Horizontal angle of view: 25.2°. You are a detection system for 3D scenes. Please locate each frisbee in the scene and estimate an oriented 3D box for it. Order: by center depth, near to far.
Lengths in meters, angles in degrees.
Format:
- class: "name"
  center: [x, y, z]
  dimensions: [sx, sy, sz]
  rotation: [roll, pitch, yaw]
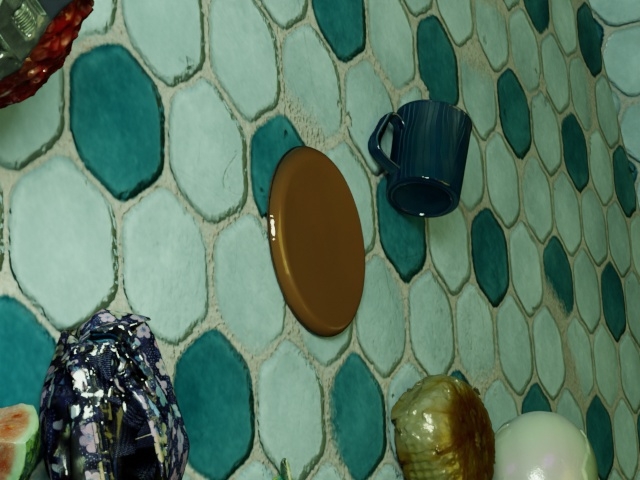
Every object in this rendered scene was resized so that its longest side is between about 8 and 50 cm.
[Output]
- class: "frisbee"
  center: [0.000, 0.000, 1.844]
  dimensions: [0.251, 0.021, 0.251]
  rotation: [28, 58, -58]

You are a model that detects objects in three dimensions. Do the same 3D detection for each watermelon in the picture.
- class: "watermelon"
  center: [-0.276, 0.186, 1.220]
  dimensions: [0.092, 0.072, 0.084]
  rotation: [-65, 173, 17]

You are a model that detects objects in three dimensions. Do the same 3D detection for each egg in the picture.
- class: "egg"
  center: [0.332, 0.378, 2.178]
  dimensions: [0.183, 0.183, 0.217]
  rotation: [54, 27, -41]

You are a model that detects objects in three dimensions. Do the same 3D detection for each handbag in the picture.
- class: "handbag"
  center: [-0.183, 0.180, 1.271]
  dimensions: [0.208, 0.126, 0.229]
  rotation: [-131, -147, -86]

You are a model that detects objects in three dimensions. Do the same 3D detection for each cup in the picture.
- class: "cup"
  center: [0.139, -0.119, 2.082]
  dimensions: [0.113, 0.150, 0.138]
  rotation: [102, -2, -59]

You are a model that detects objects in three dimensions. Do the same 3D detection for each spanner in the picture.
- class: "spanner"
  center: [-0.167, -0.219, 1.139]
  dimensions: [0.316, 0.024, 0.087]
  rotation: [-39, 137, -35]

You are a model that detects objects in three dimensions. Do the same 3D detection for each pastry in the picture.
- class: "pastry"
  center: [0.180, 0.284, 2.007]
  dimensions: [0.182, 0.093, 0.192]
  rotation: [-41, 113, -57]

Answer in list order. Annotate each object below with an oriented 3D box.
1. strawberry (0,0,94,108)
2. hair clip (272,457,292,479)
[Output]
- class: "strawberry"
  center: [-0.275, -0.248, 1.175]
  dimensions: [0.274, 0.220, 0.274]
  rotation: [40, 44, -54]
- class: "hair clip"
  center: [-0.031, 0.338, 1.646]
  dimensions: [0.049, 0.049, 0.173]
  rotation: [-19, 93, -63]
